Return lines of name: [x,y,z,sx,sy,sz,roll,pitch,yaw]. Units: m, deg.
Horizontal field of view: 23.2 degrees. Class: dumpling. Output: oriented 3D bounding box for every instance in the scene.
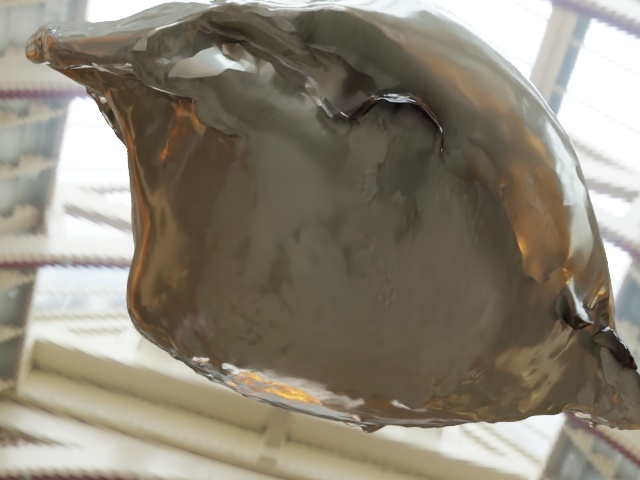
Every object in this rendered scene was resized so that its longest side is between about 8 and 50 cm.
dumpling: [-0.004,0.003,0.618,0.227,0.175,0.243,-2,-66,58]
